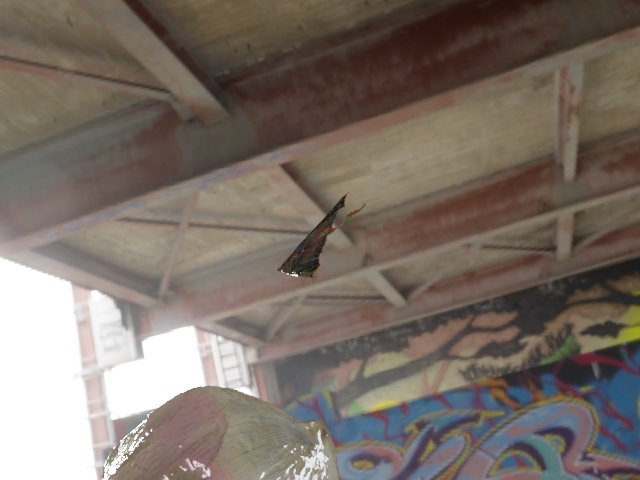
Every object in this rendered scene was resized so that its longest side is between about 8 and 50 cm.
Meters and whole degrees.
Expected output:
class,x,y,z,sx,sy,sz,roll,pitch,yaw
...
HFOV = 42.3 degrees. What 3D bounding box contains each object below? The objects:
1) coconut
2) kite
class,x,y,z,sx,sy,sz,roll,pitch,yaw
coconut,-0.133,0.416,1.317,0.404,0.405,0.404,-13,-17,-4
kite,0.000,0.000,1.028,0.010,0.190,0.159,42,-53,-15
